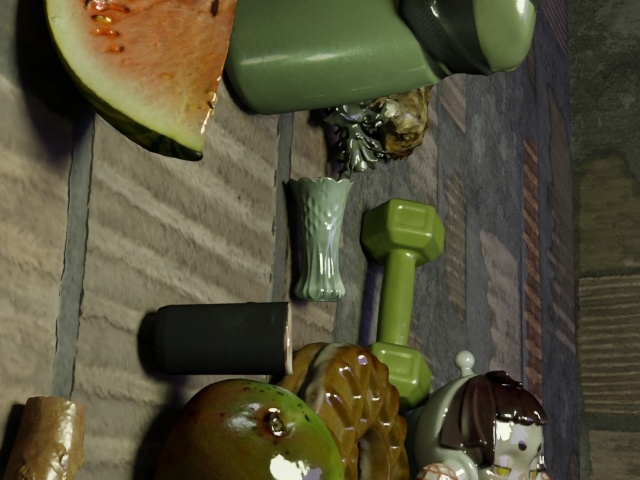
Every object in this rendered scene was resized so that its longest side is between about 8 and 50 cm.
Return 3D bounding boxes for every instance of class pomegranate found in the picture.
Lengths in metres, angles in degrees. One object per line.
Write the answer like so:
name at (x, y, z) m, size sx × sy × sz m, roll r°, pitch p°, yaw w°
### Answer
pomegranate at (-0.075, 0.236, 1.174) m, size 0.180 × 0.180 × 0.210 m, roll -61°, pitch 172°, yaw -55°

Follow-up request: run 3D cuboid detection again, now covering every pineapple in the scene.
pineapple at (0.036, -0.194, 1.592) m, size 0.125 × 0.125 × 0.251 m, roll -67°, pitch 150°, yaw -50°

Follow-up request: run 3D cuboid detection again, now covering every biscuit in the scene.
biscuit at (0.022, 0.280, 1.476) m, size 0.332 × 0.103 × 0.332 m, roll -3°, pitch 90°, yaw -69°

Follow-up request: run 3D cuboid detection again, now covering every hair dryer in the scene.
hair dryer at (-0.092, 0.089, 1.260) m, size 0.255 × 0.128 × 0.070 m, roll -112°, pitch -159°, yaw -88°

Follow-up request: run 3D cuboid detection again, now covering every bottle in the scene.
bottle at (0.070, -0.238, 1.358) m, size 0.168 × 0.347 × 0.168 m, roll -6°, pitch 90°, yaw -68°

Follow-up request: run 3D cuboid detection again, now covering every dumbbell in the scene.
dumbbell at (0.103, 0.087, 1.713) m, size 0.108 × 0.121 × 0.302 m, roll 109°, pitch -10°, yaw -61°

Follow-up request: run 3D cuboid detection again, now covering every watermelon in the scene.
watermelon at (-0.156, -0.193, 1.080) m, size 0.128 × 0.159 × 0.303 m, roll 110°, pitch -12°, yaw -63°

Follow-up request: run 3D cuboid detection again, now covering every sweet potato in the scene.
sweet potato at (-0.216, 0.254, 0.918) m, size 0.067 × 0.059 × 0.281 m, roll 32°, pitch 55°, yaw -53°

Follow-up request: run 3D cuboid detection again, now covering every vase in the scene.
vase at (0.000, 0.000, 1.509) m, size 0.081 × 0.081 × 0.149 m, roll 4°, pitch 86°, yaw -69°

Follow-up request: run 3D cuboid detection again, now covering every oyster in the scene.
oyster at (0.135, -0.222, 1.867) m, size 0.396 × 0.111 × 0.204 m, roll -75°, pitch 155°, yaw -49°

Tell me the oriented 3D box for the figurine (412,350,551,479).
figurine at (0.192, 0.333, 1.610) m, size 0.281 × 0.167 × 0.370 m, roll 13°, pitch 88°, yaw -49°

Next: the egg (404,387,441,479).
egg at (0.205, 0.349, 1.794) m, size 0.203 × 0.203 × 0.283 m, roll 23°, pitch 60°, yaw -67°
